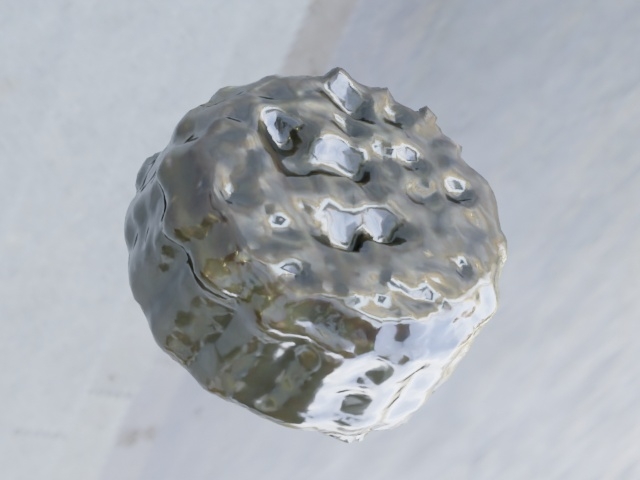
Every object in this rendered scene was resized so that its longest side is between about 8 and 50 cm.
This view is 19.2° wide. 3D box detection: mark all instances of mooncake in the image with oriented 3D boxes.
[{"bbox_3d":[0.000,0.000,1.133,0.228,0.228,0.124,-12,154,-37],"label":"mooncake"}]
